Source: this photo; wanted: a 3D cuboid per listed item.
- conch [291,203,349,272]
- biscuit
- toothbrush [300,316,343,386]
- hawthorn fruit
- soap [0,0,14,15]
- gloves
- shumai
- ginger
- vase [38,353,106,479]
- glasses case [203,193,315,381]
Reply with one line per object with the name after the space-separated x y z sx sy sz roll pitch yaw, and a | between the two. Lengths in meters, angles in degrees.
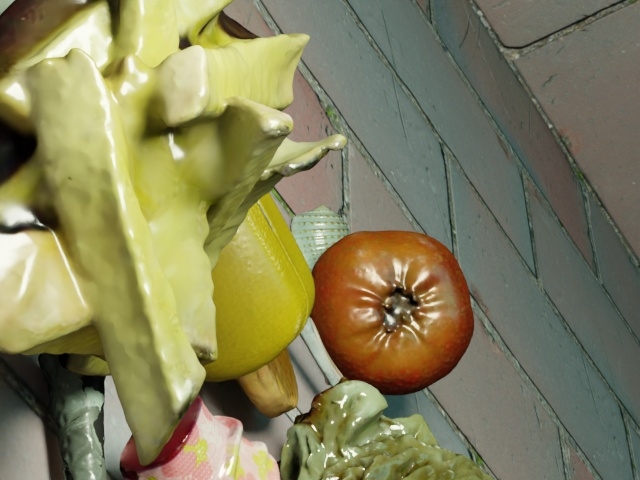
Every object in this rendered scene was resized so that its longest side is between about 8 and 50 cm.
0.003 -0.003 2.288 0.076 0.057 0.085 14 52 -51 | conch
-0.103 0.000 1.942 0.269 0.051 0.376 57 15 -69 | biscuit
0.000 0.125 2.081 0.028 0.037 0.375 -106 171 -58 | toothbrush
0.076 0.086 2.225 0.225 0.196 0.196 112 -44 -81 | hawthorn fruit
-0.301 -0.315 1.778 0.173 0.095 0.289 35 35 -55 | soap
-0.079 0.245 1.623 0.241 0.126 0.145 56 14 -29 | gloves
0.039 0.260 1.930 0.218 0.189 0.256 51 31 14 | shumai
-0.093 -0.037 1.421 0.413 0.211 0.358 -57 149 -25 | ginger
-0.189 0.161 1.550 0.059 0.059 0.167 43 29 -49 | vase
-0.157 -0.043 1.708 0.371 0.173 0.141 61 18 -7 | glasses case
